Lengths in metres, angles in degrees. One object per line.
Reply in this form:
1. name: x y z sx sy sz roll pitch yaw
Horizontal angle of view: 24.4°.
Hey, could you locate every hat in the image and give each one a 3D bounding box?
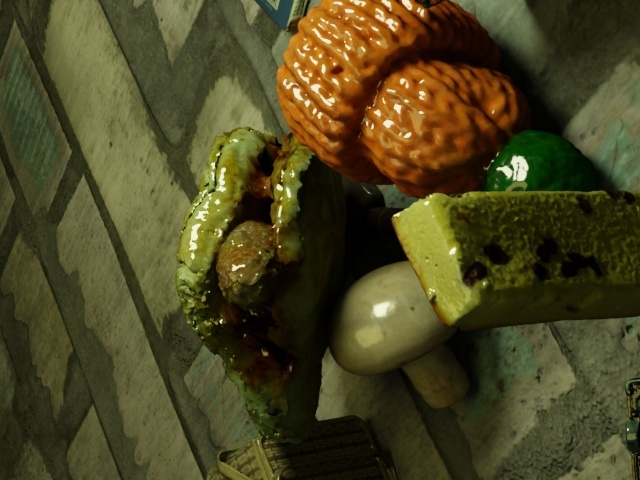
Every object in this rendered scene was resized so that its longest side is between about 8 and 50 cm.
1. hat: 0.137 -0.124 1.824 0.400 0.285 0.285 55 138 29

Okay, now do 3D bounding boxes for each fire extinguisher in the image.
1. fire extinguisher: 0.120 -0.016 2.072 0.157 0.045 0.078 5 79 56

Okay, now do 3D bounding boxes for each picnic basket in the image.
1. picnic basket: -0.002 0.421 2.165 0.175 0.228 0.313 -43 61 41

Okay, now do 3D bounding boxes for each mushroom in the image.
1. mushroom: 0.106 0.126 1.993 0.206 0.206 0.209 35 136 49

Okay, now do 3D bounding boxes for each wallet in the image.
1. wallet: 0.000 0.000 2.270 0.165 0.042 0.309 52 137 37

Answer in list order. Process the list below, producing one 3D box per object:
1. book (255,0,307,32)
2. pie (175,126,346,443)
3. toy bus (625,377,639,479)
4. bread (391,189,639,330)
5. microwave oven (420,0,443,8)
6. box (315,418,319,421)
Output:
1. book: -0.062 -0.576 2.256 0.300 0.039 0.428 52 137 39
2. pie: -0.062 0.056 2.041 0.418 0.180 0.395 77 -159 -47
3. toy bus: 0.399 0.243 1.627 0.098 0.114 0.201 -3 94 28
4. bread: 0.251 0.016 1.586 0.077 0.361 0.138 -44 58 44
5. microwave oven: 0.240 -0.467 1.622 0.432 0.236 0.374 -17 82 57
6. box: -0.011 0.360 2.377 0.126 0.027 0.125 62 139 32
